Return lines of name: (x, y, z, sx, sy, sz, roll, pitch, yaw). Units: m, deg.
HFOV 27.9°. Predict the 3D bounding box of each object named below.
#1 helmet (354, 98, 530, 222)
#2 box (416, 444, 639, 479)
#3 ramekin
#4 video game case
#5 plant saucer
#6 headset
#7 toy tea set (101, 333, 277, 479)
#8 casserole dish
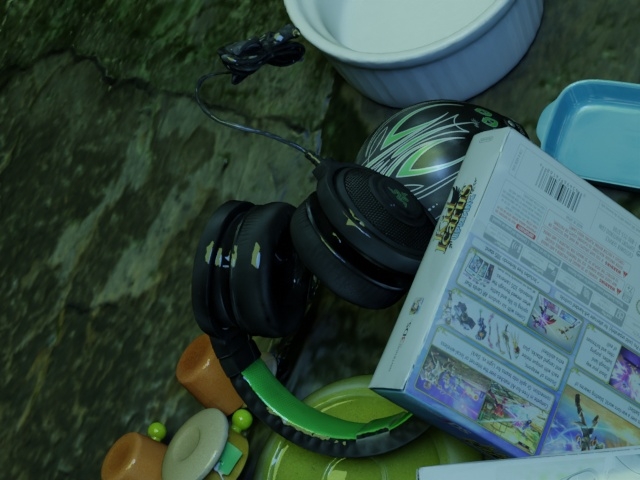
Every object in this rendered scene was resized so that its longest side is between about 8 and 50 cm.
helmet: (0.111, -0.056, 1.262, 0.161, 0.169, 0.169, -7, 53, -26)
box: (0.218, 0.254, 1.000, 0.231, 0.262, 0.127, -9, 61, 17)
ramekin: (0.109, -0.276, 1.395, 0.277, 0.135, 0.277, -10, 62, 18)
video game case: (0.199, 0.076, 1.109, 0.061, 0.269, 0.244, -10, 53, 60)
plant saucer: (0.036, 0.234, 1.220, 0.241, 0.037, 0.241, -9, 62, 18)
headset: (0.000, 0.000, 1.188, 0.243, 0.185, 0.394, -19, 98, 27)
toy tea set: (-0.134, 0.256, 1.257, 0.336, 0.124, 0.200, -54, 28, -6)
casserole dish: (0.309, -0.098, 1.280, 0.188, 0.037, 0.114, 12, 70, 28)
